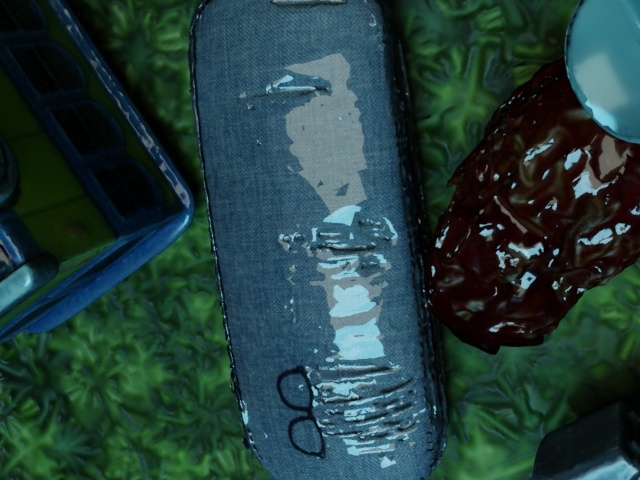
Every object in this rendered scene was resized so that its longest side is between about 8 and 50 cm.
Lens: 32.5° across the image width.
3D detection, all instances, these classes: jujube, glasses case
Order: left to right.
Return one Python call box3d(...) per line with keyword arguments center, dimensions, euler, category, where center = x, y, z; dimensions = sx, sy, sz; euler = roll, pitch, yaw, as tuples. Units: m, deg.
box3d(center=(0.000, 0.000, 0.560), dimensions=(0.109, 0.067, 0.283), euler=(-4, 102, 18), category="glasses case")
box3d(center=(0.106, -0.020, 0.500), dimensions=(0.104, 0.104, 0.166), euler=(44, 113, 6), category="jujube")

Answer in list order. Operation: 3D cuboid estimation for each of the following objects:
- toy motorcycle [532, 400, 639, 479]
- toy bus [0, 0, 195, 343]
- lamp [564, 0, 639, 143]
box3d(center=(0.211, 0.080, 0.476), dimensions=(0.274, 0.125, 0.187), euler=(-31, 100, 23), category="toy motorcycle")
box3d(center=(-0.228, -0.088, 0.554), dimensions=(0.152, 0.190, 0.312), euler=(-34, 89, 24), category="toy bus")
box3d(center=(0.234, -0.132, 0.400), dimensions=(0.284, 0.147, 0.210), euler=(-2, 93, 15), category="lamp")
